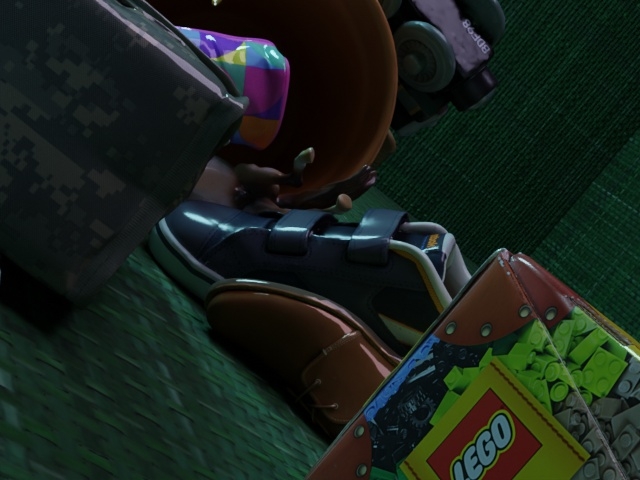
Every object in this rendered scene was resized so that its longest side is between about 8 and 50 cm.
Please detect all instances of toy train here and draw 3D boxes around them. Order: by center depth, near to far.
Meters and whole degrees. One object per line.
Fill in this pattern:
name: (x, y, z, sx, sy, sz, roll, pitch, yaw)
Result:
toy train: (0.048, -0.262, 1.228, 0.334, 0.142, 0.190, 52, -35, -6)

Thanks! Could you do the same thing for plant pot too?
plant pot: (-0.090, -0.153, 1.160, 0.291, 0.290, 0.203, 38, -9, -11)

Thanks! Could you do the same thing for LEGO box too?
LEGO box: (0.281, 0.266, 0.653, 0.500, 0.193, 0.372, 34, 9, -33)

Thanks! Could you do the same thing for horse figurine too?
horse figurine: (-0.084, -0.054, 0.988, 0.263, 0.066, 0.174, 14, -16, -30)

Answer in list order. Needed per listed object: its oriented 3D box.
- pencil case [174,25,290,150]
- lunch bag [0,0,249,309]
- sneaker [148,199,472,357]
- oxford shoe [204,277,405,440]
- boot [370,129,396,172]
pencil case: (-0.145, -0.143, 0.991, 0.237, 0.104, 0.104, 10, 16, -16)
lunch bag: (-0.178, -0.099, 0.729, 0.235, 0.169, 0.287, 38, 1, -8)
sneaker: (0.027, 0.026, 0.919, 0.321, 0.127, 0.126, 27, 23, 3)
oxford shoe: (0.004, 0.098, 0.835, 0.212, 0.076, 0.076, 29, 47, 0)
boot: (-0.064, -0.154, 1.361, 0.295, 0.211, 0.104, 58, 30, 7)
